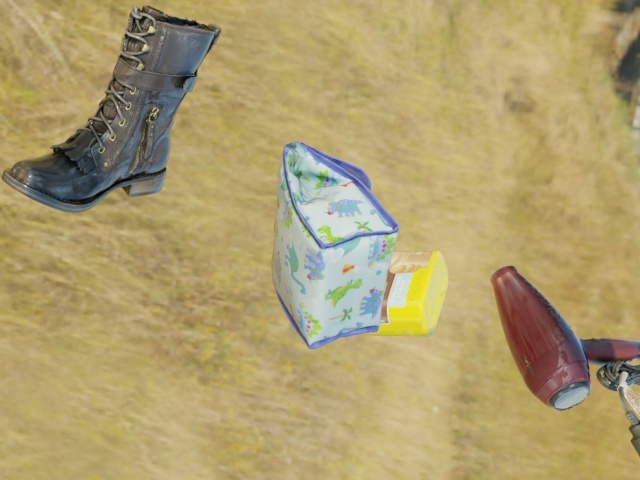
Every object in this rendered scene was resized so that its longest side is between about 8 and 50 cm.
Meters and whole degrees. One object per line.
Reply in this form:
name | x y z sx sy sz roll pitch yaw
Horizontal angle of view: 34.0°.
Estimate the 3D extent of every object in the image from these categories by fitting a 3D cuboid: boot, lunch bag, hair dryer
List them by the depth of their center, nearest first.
lunch bag | 0.000 0.000 0.959 0.096 0.151 0.129 -13 132 -25
boot | -0.232 -0.158 1.183 0.263 0.091 0.229 -19 136 -57
hair dryer | 0.316 0.144 1.271 0.080 0.293 0.223 -50 175 28

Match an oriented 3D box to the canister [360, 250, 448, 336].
canister | 0.069 0.067 1.346 0.126 0.169 0.073 -67 146 -41
